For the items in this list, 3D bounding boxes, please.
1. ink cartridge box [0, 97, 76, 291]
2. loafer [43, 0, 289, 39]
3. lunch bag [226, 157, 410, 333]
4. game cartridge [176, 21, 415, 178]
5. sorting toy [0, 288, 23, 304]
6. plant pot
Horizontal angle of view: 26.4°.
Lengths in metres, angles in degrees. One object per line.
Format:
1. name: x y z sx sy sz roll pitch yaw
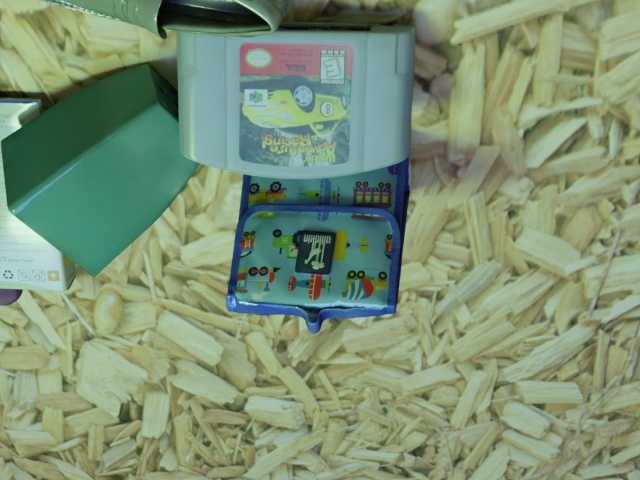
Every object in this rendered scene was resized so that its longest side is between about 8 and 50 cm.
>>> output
1. ink cartridge box: -0.520 -0.076 1.966 0.304 0.072 0.307 3 116 7
2. loafer: -0.196 -0.297 1.610 0.319 0.111 0.112 3 143 6
3. lunch bag: 0.000 0.000 1.818 0.221 0.293 0.138 2 143 7
4. game cartridge: -0.031 -0.175 1.705 0.294 0.060 0.196 0 117 -1
5. sorting toy: -0.658 0.052 2.192 0.366 0.127 0.126 8 172 -6
6. plant pot: -0.278 -0.111 1.809 0.234 0.165 0.166 -37 129 13
